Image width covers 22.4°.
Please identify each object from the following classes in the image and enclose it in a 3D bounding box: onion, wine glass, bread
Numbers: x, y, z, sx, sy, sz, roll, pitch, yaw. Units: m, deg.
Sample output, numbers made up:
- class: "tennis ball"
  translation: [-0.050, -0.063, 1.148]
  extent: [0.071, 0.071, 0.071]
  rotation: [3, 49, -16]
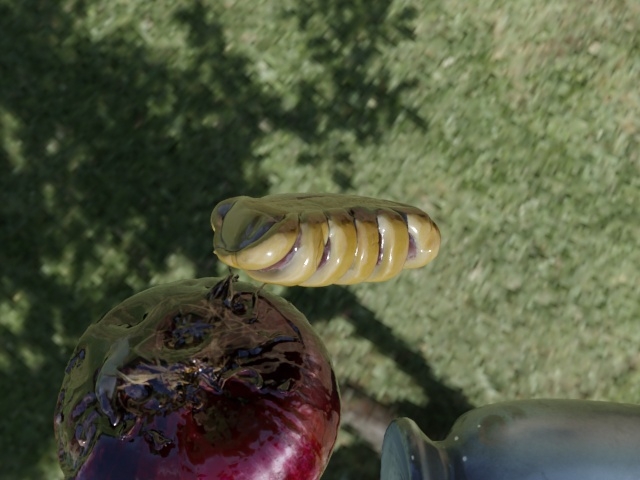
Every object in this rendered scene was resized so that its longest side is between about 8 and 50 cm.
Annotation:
- class: "onion"
  translation: [-0.126, 0.190, 1.690]
  extent: [0.314, 0.314, 0.232]
  rotation: [8, 141, 19]
- class: "wine glass"
  translation: [0.142, 0.157, 1.037]
  extent: [0.204, 0.111, 0.111]
  rotation: [-3, 125, -9]
- class: "bread"
  translation: [0.000, 0.000, 1.530]
  extent: [0.134, 0.225, 0.081]
  rotation: [18, 108, 51]
